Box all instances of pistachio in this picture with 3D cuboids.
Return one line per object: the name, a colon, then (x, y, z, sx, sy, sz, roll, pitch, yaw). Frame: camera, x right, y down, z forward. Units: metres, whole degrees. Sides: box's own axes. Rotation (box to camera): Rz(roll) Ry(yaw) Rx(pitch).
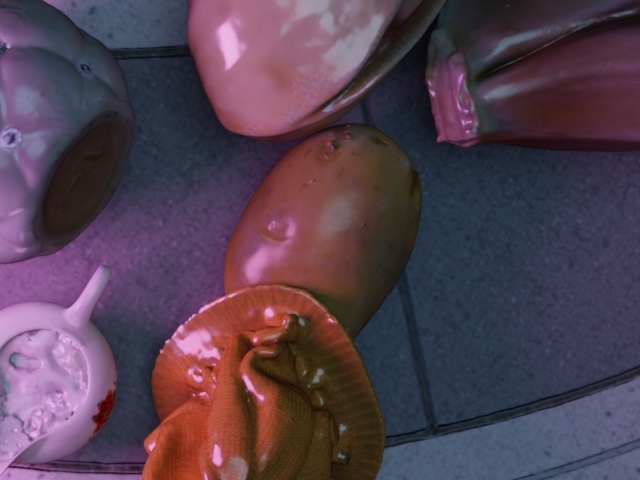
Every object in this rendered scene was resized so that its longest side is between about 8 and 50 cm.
pistachio: (0.002, -0.226, 1.715, 0.230, 0.230, 0.309, 43, 83, -5)

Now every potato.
potato: (0.000, 0.000, 1.761, 0.150, 0.146, 0.234, 25, 83, 23)

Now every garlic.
garlic: (0.281, -0.198, 1.756, 0.340, 0.246, 0.231, -7, 84, 22)

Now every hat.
hat: (-0.066, 0.197, 1.642, 0.233, 0.233, 0.244, 30, 115, -1)

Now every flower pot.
flower pot: (-0.282, -0.099, 1.658, 0.195, 0.246, 0.246, 31, 82, 16)

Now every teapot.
teapot: (-0.255, 0.120, 1.726, 0.145, 0.092, 0.226, 30, 81, -10)
